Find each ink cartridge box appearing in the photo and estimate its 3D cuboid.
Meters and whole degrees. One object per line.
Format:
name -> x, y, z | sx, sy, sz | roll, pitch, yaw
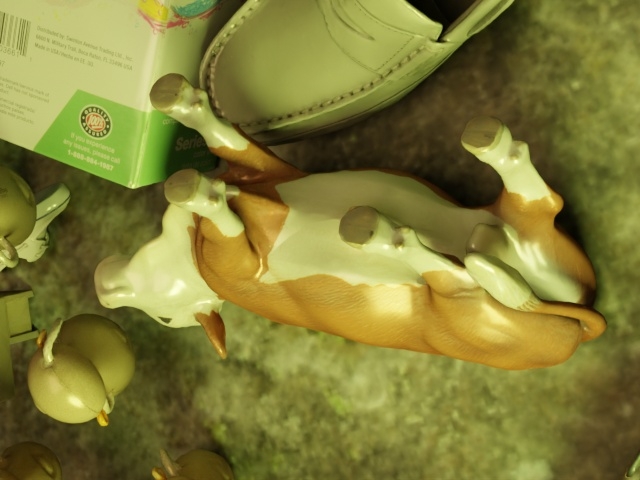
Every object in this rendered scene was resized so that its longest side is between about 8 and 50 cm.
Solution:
ink cartridge box -> -0.126, -0.158, 0.983 | 0.154, 0.093, 0.212 | 21, 110, 28

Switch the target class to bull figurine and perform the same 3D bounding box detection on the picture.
bull figurine -> 0.000, 0.000, 0.897 | 0.310, 0.188, 0.101 | 5, 65, 24

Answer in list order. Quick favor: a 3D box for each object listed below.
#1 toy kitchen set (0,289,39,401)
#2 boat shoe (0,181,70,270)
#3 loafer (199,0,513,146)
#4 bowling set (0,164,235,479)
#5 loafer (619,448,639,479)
toy kitchen set -> -0.242, 0.074, 1.098 | 0.075, 0.083, 0.068 | -3, 96, 33
boat shoe -> -0.196, -0.003, 1.091 | 0.100, 0.035, 0.035 | -32, 108, 28
loafer -> 0.044, -0.146, 0.864 | 0.319, 0.111, 0.112 | -34, 79, 31
bowling set -> -0.194, 0.112, 0.968 | 0.200, 0.154, 0.287 | -39, 93, 4
loafer -> 0.186, 0.136, 0.848 | 0.267, 0.096, 0.084 | -56, 49, 19
